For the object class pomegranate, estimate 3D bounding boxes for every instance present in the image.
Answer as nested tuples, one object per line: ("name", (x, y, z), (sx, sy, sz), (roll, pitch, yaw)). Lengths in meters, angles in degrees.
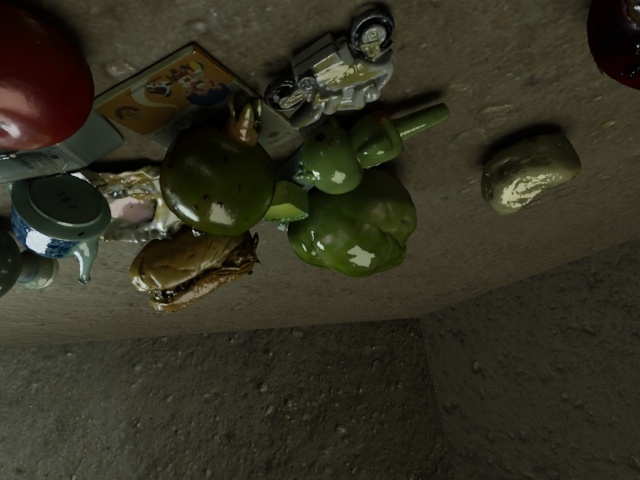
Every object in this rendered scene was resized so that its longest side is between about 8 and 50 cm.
("pomegranate", (-0.164, -0.116, 0.800), (0.198, 0.198, 0.246), (-3, 148, -19))

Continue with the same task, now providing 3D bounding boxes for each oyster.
("oyster", (-0.392, -0.080, 1.003), (0.354, 0.107, 0.201), (0, 128, -9))

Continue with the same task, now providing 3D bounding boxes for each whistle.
("whistle", (0.079, -0.190, 0.898), (0.294, 0.141, 0.141), (-36, 154, 15))

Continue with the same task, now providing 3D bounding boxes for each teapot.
("teapot", (-0.477, -0.034, 0.879), (0.159, 0.232, 0.159), (-42, 175, -4))
("teapot", (-0.735, 0.057, 1.137), (0.183, 0.183, 0.251), (-11, 174, 5))

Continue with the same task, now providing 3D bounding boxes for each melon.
("melon", (-0.132, -0.098, 0.988), (0.209, 0.064, 0.118), (26, 151, -32))

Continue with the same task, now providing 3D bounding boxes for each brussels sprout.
("brussels sprout", (0.087, -0.036, 1.117), (0.316, 0.243, 0.274), (-10, 170, -21))

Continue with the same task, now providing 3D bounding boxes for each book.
("book", (-0.193, -0.205, 0.835), (0.208, 0.020, 0.295), (-19, 160, 24))

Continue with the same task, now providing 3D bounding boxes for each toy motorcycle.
("toy motorcycle", (0.029, -0.245, 0.744), (0.228, 0.074, 0.151), (-30, 148, 27))

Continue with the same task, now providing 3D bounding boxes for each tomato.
("tomato", (-0.381, -0.191, 0.598), (0.195, 0.136, 0.195), (-8, 162, -3))

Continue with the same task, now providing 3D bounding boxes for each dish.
("dish", (-0.463, -0.148, 0.778), (0.243, 0.080, 0.182), (-11, 161, 2))

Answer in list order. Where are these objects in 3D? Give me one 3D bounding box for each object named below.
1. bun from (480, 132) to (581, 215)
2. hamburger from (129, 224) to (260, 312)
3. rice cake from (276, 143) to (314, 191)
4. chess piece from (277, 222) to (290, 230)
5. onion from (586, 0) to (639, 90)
("bun", (0.464, -0.158, 1.120), (0.229, 0.145, 0.229), (-39, 180, 0))
("hamburger", (-0.283, 0.033, 1.139), (0.318, 0.158, 0.318), (-22, -162, 8))
("rice cake", (-0.058, -0.127, 1.057), (0.069, 0.063, 0.206), (10, 155, -31))
("chess piece", (-0.050, -0.048, 1.317), (0.149, 0.059, 0.059), (-13, 162, 26))
("onion", (0.502, -0.299, 0.611), (0.314, 0.232, 0.314), (15, 169, 3))
